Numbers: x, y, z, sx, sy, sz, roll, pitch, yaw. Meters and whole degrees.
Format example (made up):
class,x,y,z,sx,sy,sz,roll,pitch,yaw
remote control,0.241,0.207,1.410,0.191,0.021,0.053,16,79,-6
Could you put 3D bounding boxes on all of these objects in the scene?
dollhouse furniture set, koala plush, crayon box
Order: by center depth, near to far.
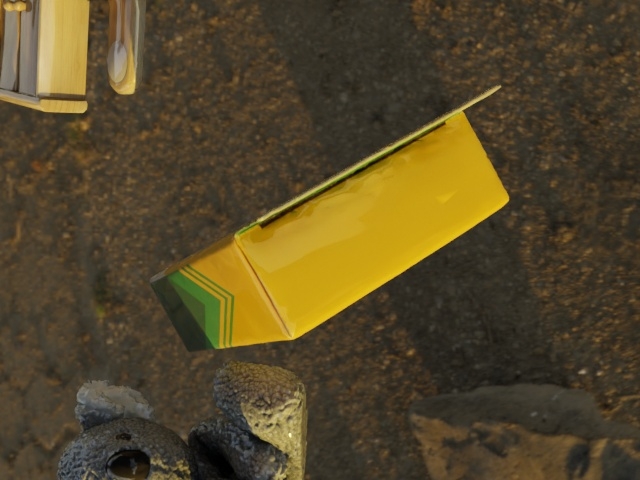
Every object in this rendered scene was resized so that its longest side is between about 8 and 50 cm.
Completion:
class,x,y,z,sx,sy,sz,roll,pitch,yaw
dollhouse furniture set,-0.358,-0.195,0.670,0.303,0.355,0.174,17,107,45
crayon box,0.000,0.000,0.676,0.083,0.203,0.323,61,156,-3
koala plush,-0.127,0.215,0.748,0.221,0.203,0.196,4,67,3
